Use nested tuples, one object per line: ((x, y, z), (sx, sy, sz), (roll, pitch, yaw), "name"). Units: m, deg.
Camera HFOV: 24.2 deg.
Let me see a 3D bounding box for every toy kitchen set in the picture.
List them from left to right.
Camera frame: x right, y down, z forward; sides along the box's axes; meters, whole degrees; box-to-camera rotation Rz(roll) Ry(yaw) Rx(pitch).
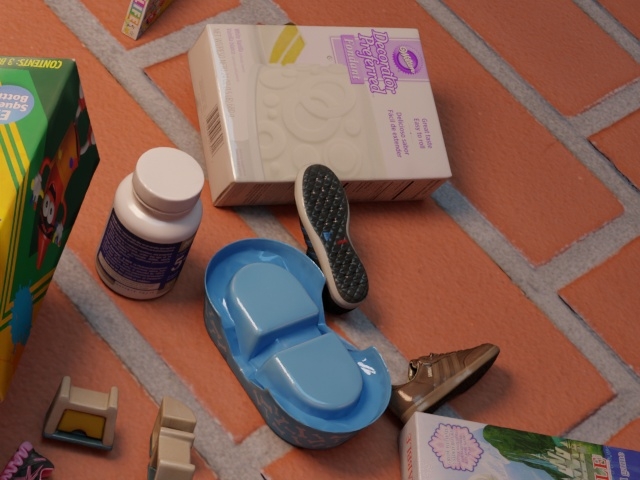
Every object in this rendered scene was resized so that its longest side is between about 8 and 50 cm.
((-0.232, 0.270, 1.658), (0.166, 0.122, 0.207), (13, 28, -12), "toy kitchen set")

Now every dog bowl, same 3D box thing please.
((-0.039, 0.133, 1.860), (0.166, 0.074, 0.297), (-19, 61, -34), "dog bowl")

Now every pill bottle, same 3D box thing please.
((-0.206, -0.023, 1.841), (0.112, 0.186, 0.112), (12, 49, -14), "pill bottle")

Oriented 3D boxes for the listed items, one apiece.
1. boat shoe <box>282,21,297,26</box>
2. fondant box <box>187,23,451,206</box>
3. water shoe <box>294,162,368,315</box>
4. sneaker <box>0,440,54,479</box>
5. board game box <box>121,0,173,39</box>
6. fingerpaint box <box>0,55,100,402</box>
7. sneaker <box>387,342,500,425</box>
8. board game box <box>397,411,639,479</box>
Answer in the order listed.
((-0.030, -0.258, 2.213), (0.056, 0.048, 0.153), (-31, 54, 10), "boat shoe")
((-0.002, -0.175, 2.081), (0.330, 0.096, 0.238), (-2, 70, -26), "fondant box")
((0.000, 0.000, 1.960), (0.073, 0.080, 0.203), (-6, 72, -29), "water shoe")
((-0.331, 0.277, 1.638), (0.057, 0.047, 0.119), (35, 47, -8), "sneaker")
((-0.231, -0.373, 2.181), (0.026, 0.103, 0.154), (31, 47, 4), "board game box")
((-0.503, -0.034, 1.566), (0.445, 0.163, 0.371), (4, 45, 10), "fingerpaint box")
((0.154, 0.167, 1.918), (0.188, 0.066, 0.071), (-30, 67, -39), "sneaker")
((0.256, 0.377, 1.786), (0.318, 0.066, 0.318), (11, 49, -14), "board game box")
